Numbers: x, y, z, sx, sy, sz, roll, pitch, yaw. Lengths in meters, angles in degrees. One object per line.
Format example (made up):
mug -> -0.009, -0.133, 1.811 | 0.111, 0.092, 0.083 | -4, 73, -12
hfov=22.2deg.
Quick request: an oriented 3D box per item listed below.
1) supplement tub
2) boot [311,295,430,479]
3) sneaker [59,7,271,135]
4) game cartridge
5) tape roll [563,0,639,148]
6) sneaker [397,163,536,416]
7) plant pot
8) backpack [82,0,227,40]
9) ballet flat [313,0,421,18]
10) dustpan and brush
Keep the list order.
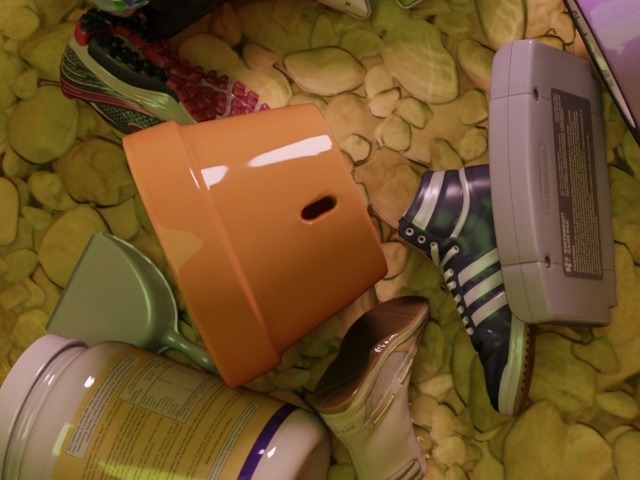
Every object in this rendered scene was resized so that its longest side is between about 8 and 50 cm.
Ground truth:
supplement tub -> -0.179, 0.250, 1.779 | 0.331, 0.241, 0.241 | 19, 88, 14
boot -> 0.079, 0.176, 1.805 | 0.077, 0.213, 0.165 | -3, 123, 35
sneaker -> -0.166, -0.148, 1.895 | 0.299, 0.121, 0.112 | 37, 128, 4
game cartridge -> 0.247, -0.057, 1.741 | 0.062, 0.198, 0.297 | -8, 81, 38
tape roll -> 0.325, -0.216, 1.701 | 0.090, 0.275, 0.275 | -26, 79, 8
sneaker -> 0.161, 0.051, 1.798 | 0.153, 0.099, 0.282 | 1, 80, 10
plant pot -> -0.059, -0.015, 1.720 | 0.203, 0.291, 0.291 | -24, 79, -2
backpack -> -0.243, -0.383, 1.795 | 0.273, 0.290, 0.355 | -33, 100, 9
ballet flat -> 0.066, -0.301, 1.869 | 0.247, 0.083, 0.087 | -15, 94, 12
dustpan and brush -> -0.200, 0.101, 1.900 | 0.211, 0.060, 0.147 | 33, 102, 20
